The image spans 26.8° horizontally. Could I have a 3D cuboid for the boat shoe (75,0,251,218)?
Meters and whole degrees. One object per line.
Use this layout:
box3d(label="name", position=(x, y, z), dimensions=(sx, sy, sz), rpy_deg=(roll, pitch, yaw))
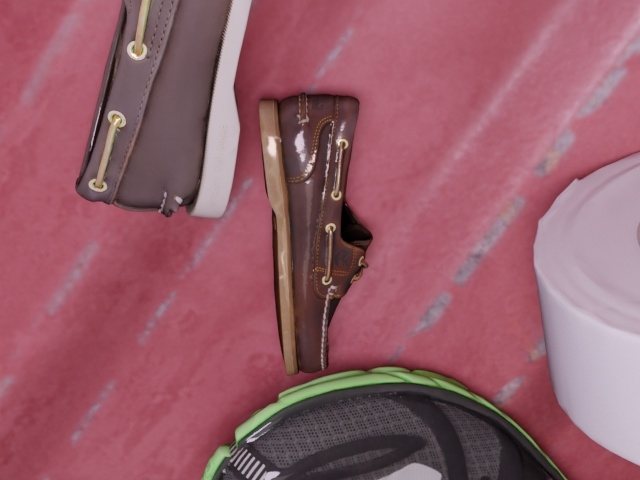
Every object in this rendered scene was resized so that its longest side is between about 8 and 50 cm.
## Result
box3d(label="boat shoe", position=(-0.090, -0.160, 0.803), dimensions=(0.096, 0.116, 0.324), rpy_deg=(3, 122, -12))

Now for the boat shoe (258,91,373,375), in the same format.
box3d(label="boat shoe", position=(0.000, 0.000, 0.916), dimensions=(0.073, 0.073, 0.207), rpy_deg=(-4, 118, -3))

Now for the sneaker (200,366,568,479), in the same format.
box3d(label="sneaker", position=(0.134, 0.254, 0.990), dimensions=(0.483, 0.202, 0.185), rpy_deg=(30, 109, -20))

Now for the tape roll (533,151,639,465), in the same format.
box3d(label="tape roll", position=(0.279, 0.031, 0.851), dimensions=(0.286, 0.286, 0.100), rpy_deg=(-14, 118, 0))
